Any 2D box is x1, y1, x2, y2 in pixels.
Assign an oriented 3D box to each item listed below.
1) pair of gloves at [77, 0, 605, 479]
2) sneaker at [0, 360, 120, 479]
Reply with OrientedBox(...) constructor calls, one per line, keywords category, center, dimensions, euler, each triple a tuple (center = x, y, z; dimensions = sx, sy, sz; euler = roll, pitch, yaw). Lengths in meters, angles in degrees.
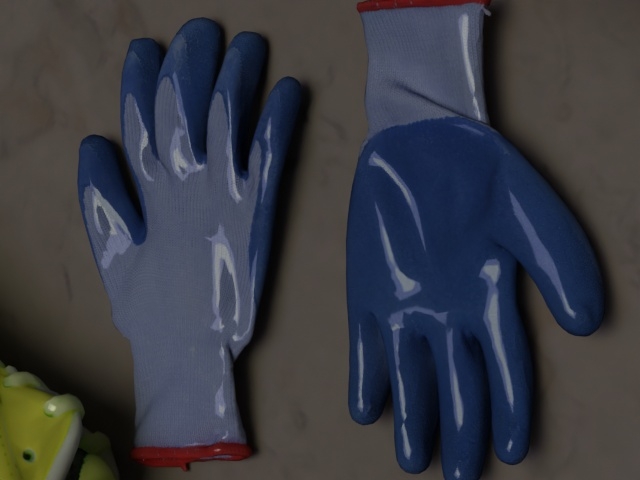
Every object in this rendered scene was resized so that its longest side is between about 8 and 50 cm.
OrientedBox(category="pair of gloves", center=(0.000, 0.000, 0.563), dimensions=(0.198, 0.023, 0.159), euler=(-4, 89, 33))
OrientedBox(category="sneaker", center=(-0.153, 0.077, 0.613), dimensions=(0.147, 0.145, 0.385), euler=(-27, 70, -3))
